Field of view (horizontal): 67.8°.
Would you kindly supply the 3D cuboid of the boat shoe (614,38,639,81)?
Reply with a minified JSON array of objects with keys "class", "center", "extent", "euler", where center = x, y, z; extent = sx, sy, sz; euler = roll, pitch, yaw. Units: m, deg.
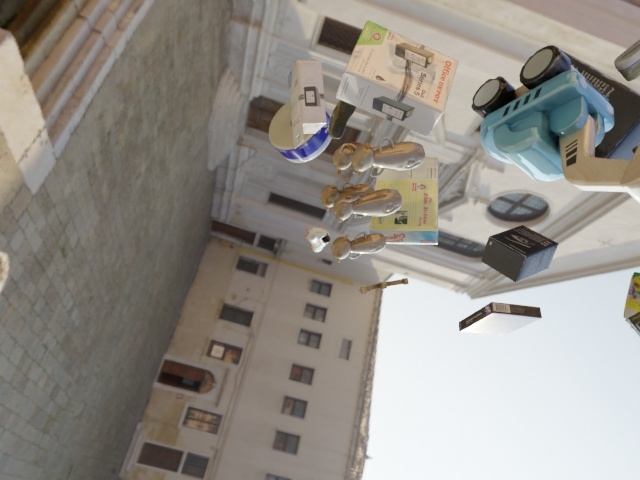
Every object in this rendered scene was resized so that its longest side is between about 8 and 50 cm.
[{"class":"boat shoe","center":[1.203,-0.696,1.698],"extent":[0.302,0.094,0.109],"euler":[-36,-157,17]}]

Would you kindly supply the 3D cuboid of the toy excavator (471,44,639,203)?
[{"class":"toy excavator","center":[0.561,-0.227,1.085],"extent":[0.433,0.222,0.445],"euler":[-25,-137,52]}]

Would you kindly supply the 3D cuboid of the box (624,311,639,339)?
[{"class":"box","center":[1.141,0.263,1.527],"extent":[0.159,0.233,0.044],"euler":[62,7,25]}]

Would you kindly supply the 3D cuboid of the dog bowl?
[{"class":"dog bowl","center":[-0.082,-0.465,1.994],"extent":[0.104,0.265,0.264],"euler":[38,61,-53]}]

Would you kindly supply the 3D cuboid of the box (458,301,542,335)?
[{"class":"box","center":[0.402,0.180,1.081],"extent":[0.162,0.116,0.029],"euler":[114,-19,-61]}]

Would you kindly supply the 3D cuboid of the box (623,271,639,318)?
[{"class":"box","center":[1.110,0.192,1.627],"extent":[0.043,0.105,0.179],"euler":[-35,128,-50]}]

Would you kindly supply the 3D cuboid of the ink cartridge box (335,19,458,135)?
[{"class":"ink cartridge box","center":[0.205,-0.428,1.264],"extent":[0.114,0.273,0.198],"euler":[117,-6,-65]}]

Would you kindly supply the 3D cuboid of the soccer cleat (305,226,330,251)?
[{"class":"soccer cleat","center":[0.000,0.000,1.635],"extent":[0.196,0.076,0.068],"euler":[58,37,-74]}]

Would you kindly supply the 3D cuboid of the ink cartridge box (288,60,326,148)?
[{"class":"ink cartridge box","center":[-0.031,-0.313,1.114],"extent":[0.104,0.060,0.180],"euler":[177,-92,-75]}]

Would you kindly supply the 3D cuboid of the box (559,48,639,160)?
[{"class":"box","center":[1.127,-0.495,1.928],"extent":[0.471,0.480,0.297],"euler":[57,-50,35]}]

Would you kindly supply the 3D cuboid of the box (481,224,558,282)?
[{"class":"box","center":[0.694,0.042,1.662],"extent":[0.153,0.207,0.108],"euler":[40,-46,43]}]

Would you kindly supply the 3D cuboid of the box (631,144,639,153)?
[{"class":"box","center":[1.103,-0.207,1.309],"extent":[0.318,0.097,0.394],"euler":[-35,-148,34]}]

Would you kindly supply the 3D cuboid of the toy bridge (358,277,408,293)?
[{"class":"toy bridge","center":[0.234,0.170,1.797],"extent":[0.063,0.188,0.026],"euler":[158,-79,-81]}]

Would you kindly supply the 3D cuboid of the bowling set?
[{"class":"bowling set","center":[0.060,-0.113,0.956],"extent":[0.200,0.154,0.287],"euler":[52,-41,39]}]

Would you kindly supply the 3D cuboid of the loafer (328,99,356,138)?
[{"class":"loafer","center":[0.056,-0.359,1.368],"extent":[0.050,0.056,0.148],"euler":[6,-113,60]}]

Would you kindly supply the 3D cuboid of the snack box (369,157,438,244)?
[{"class":"snack box","center":[0.254,-0.124,1.413],"extent":[0.060,0.187,0.321],"euler":[76,20,-46]}]
